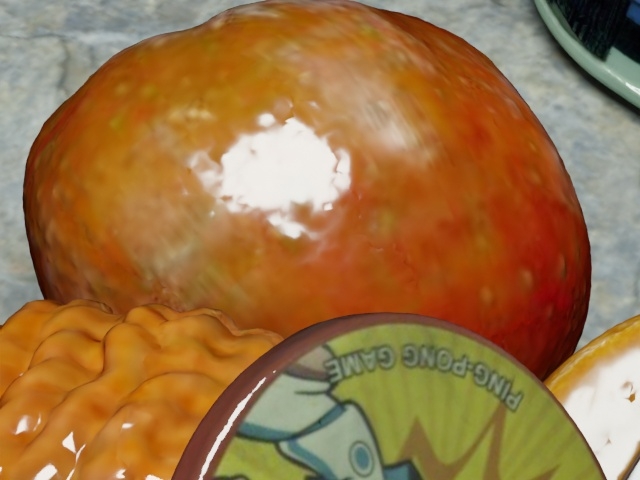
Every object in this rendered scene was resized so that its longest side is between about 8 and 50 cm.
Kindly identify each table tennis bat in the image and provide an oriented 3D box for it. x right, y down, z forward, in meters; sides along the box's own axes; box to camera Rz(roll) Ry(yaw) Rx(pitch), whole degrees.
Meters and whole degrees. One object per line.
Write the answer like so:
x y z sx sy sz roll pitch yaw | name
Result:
0.041 0.176 0.582 0.200 0.038 0.310 -19 94 -34 | table tennis bat

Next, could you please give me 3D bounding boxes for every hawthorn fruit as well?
0.000 0.000 0.858 0.284 0.284 0.284 1 52 -1 | hawthorn fruit

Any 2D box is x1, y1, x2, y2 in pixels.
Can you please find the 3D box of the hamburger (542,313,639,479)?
0.192 0.166 0.748 0.291 0.225 0.291 -2 67 4 | hamburger

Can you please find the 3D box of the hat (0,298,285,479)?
-0.116 0.189 0.601 0.285 0.285 0.400 12 20 7 | hat

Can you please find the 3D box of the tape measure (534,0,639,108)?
0.265 -0.191 1.099 0.262 0.138 0.259 32 56 21 | tape measure
